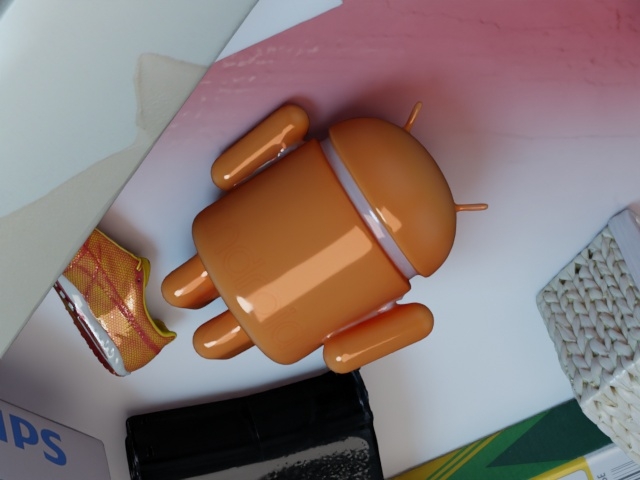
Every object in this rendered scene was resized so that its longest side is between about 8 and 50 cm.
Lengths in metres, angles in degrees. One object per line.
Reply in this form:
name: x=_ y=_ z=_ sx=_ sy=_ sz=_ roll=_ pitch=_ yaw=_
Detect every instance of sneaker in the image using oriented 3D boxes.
sneaker: x=-0.160 y=0.014 z=1.249 sx=0.067 sy=0.064 sz=0.175 roll=-38 pitch=123 yaw=-15

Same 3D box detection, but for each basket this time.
basket: x=0.235 y=0.077 z=1.290 sx=0.103 sy=0.167 sz=0.113 roll=-40 pitch=116 yaw=14

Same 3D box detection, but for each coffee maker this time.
coffee maker: x=-0.051 y=0.153 z=1.310 sx=0.178 sy=0.120 sz=0.171 roll=-12 pitch=92 yaw=-7

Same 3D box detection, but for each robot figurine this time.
robot figurine: x=0.001 y=0.002 z=1.228 sx=0.219 sy=0.158 sz=0.128 roll=-33 pitch=133 yaw=5

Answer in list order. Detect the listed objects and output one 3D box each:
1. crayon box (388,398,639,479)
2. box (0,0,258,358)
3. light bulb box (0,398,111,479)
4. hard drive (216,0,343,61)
crayon box: x=0.138 y=0.263 z=1.404 sx=0.323 sy=0.083 sz=0.203 roll=-24 pitch=117 yaw=0
box: x=-0.174 y=-0.080 z=1.047 sx=0.121 sy=0.148 sz=0.311 roll=31 pitch=107 yaw=-25
light bulb box: x=-0.305 y=0.323 z=1.125 sx=0.358 sy=0.361 sz=0.225 roll=-36 pitch=137 yaw=22
hard drive: x=-0.164 y=-0.173 z=1.108 sx=0.307 sy=0.040 sz=0.203 roll=-24 pitch=118 yaw=0
